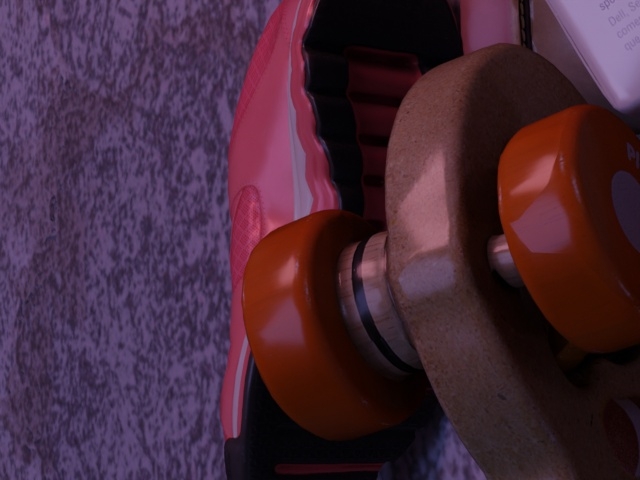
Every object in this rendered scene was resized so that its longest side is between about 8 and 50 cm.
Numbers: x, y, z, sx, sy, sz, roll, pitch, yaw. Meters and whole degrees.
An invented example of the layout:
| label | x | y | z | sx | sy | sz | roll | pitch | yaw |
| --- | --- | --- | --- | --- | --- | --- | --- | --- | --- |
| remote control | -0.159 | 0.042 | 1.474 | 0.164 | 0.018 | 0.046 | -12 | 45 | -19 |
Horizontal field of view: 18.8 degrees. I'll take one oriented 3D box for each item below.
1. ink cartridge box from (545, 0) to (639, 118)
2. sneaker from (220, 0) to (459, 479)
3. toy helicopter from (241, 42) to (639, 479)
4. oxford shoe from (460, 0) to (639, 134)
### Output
| label | x | y | z | sx | sy | sz | roll | pitch | yaw |
| --- | --- | --- | --- | --- | --- | --- | --- | --- | --- |
| ink cartridge box | 0.125 | -0.243 | 0.746 | 0.207 | 0.119 | 0.353 | -35 | 74 | 23 |
| sneaker | 0.001 | 0.000 | 1.074 | 0.136 | 0.116 | 0.314 | 6 | 87 | 66 |
| toy helicopter | 0.133 | 0.083 | 0.767 | 0.140 | 0.235 | 0.355 | -23 | 104 | 30 |
| oxford shoe | 0.144 | -0.218 | 0.869 | 0.130 | 0.123 | 0.348 | 1 | 94 | 37 |
